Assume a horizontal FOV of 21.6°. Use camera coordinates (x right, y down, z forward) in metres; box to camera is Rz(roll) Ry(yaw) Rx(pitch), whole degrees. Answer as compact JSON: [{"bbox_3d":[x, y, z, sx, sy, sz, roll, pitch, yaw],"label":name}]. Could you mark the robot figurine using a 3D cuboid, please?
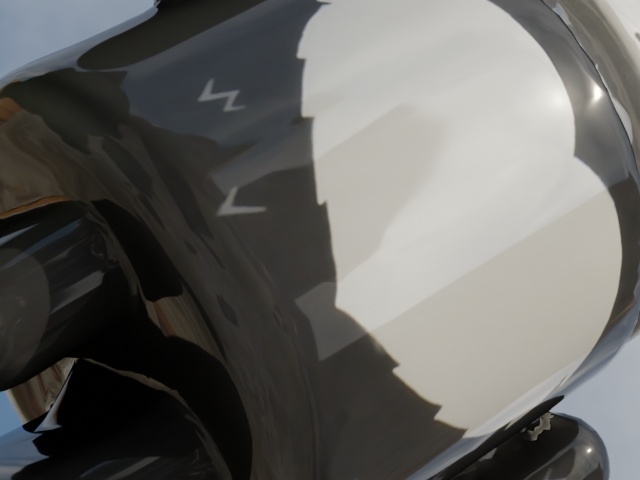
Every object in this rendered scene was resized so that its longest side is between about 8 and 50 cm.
[{"bbox_3d":[0.000,-0.002,0.515,0.173,0.278,0.209,36,-40,33],"label":"robot figurine"}]
